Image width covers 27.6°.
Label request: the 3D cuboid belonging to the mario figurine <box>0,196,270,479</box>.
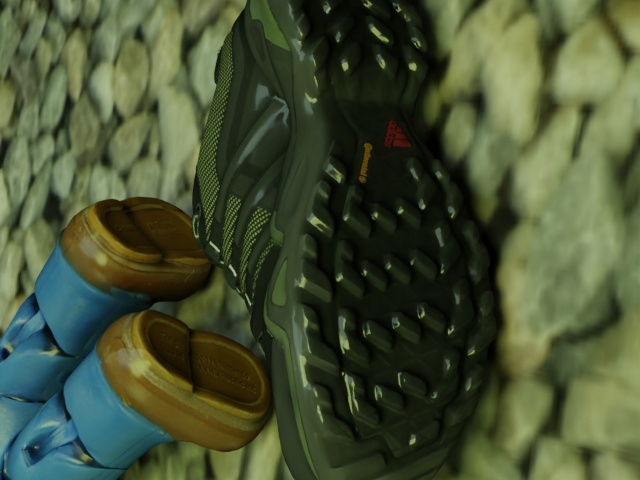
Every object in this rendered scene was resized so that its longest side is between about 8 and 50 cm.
[{"bbox_3d":[-0.147,0.125,0.652,0.320,0.170,0.198,-42,17,25],"label":"mario figurine"}]

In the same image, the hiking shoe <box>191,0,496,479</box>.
[{"bbox_3d":[0.000,0.000,0.510,0.114,0.086,0.227,-41,47,55],"label":"hiking shoe"}]
